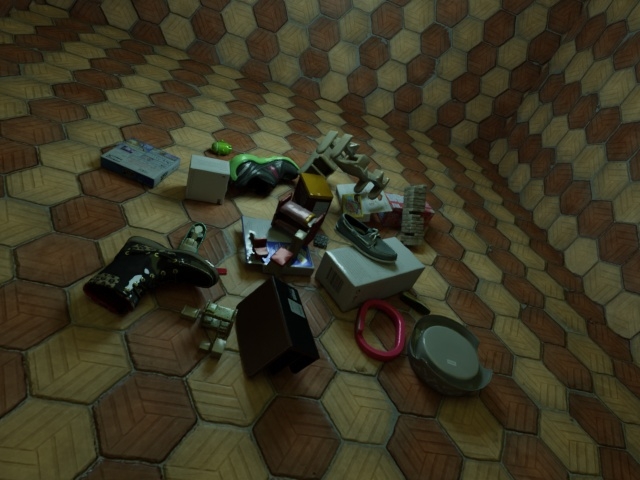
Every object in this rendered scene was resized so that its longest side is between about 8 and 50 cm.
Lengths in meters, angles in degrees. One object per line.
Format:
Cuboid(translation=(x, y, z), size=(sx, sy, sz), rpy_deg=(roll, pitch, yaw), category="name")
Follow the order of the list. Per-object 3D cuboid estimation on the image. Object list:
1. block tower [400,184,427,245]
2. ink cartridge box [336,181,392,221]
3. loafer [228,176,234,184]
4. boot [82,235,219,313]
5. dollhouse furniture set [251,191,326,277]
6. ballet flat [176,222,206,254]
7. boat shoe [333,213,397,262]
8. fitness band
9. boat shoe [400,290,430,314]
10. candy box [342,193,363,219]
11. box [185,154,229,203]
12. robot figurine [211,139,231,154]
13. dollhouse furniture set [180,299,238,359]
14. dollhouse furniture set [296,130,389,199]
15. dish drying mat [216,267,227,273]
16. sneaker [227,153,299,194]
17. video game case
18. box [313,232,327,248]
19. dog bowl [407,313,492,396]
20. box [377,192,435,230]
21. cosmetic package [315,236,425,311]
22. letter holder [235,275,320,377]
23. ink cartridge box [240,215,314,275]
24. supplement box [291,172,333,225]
Cuboid(translation=(0.514, -0.141, 2.225), size=(0.097, 0.335, 0.091), rpy_deg=(4, 2, -26), category="block tower")
Cuboid(translation=(0.243, -0.224, 2.304), size=(0.261, 0.066, 0.296), rpy_deg=(-5, 43, -7), category="ink cartridge box")
Cuboid(translation=(-0.477, -0.306, 2.091), size=(0.125, 0.045, 0.039), rpy_deg=(4, 56, -16), category="loafer")
Cuboid(translation=(-0.578, 0.138, 1.396), size=(0.377, 0.138, 0.284), rpy_deg=(22, 35, 3), category="boot")
Cuboid(translation=(-0.152, -0.036, 1.730), size=(0.201, 0.152, 0.374), rpy_deg=(31, 37, 7), category="dollhouse furniture set")
Cuboid(translation=(-0.525, 0.008, 1.630), size=(0.083, 0.087, 0.247), rpy_deg=(18, 37, -9), category="ballet flat")
Cuboid(translation=(0.209, -0.012, 1.788), size=(0.319, 0.099, 0.116), rpy_deg=(32, 35, 16), category="boat shoe")
Cuboid(translation=(0.246, 0.365, 1.656), size=(0.209, 0.054, 0.291), rpy_deg=(25, 37, -3), category="fitness band")
Cuboid(translation=(0.443, 0.286, 1.857), size=(0.153, 0.056, 0.048), rpy_deg=(29, 41, 19), category="boat shoe")
Cuboid(translation=(0.173, -0.186, 2.193), size=(0.105, 0.027, 0.206), rpy_deg=(-3, 42, 2), category="candy box")
Cuboid(translation=(-0.537, -0.288, 1.910), size=(0.182, 0.181, 0.119), rpy_deg=(8, 39, -21), category="box")
Cuboid(translation=(-0.565, -0.525, 2.285), size=(0.115, 0.067, 0.101), rpy_deg=(4, 53, -25), category="robot figurine")
Cuboid(translation=(-0.392, 0.286, 1.348), size=(0.182, 0.101, 0.161), rpy_deg=(19, 37, -7), category="dollhouse furniture set")
Cuboid(translation=(0.090, -0.374, 2.159), size=(0.362, 0.256, 0.394), rpy_deg=(39, -3, -39), category="dollhouse furniture set")
Cuboid(translation=(-0.418, 0.122, 1.615), size=(0.083, 0.008, 0.032), rpy_deg=(3, 41, -25), category="dish drying mat")
Cuboid(translation=(-0.300, -0.341, 2.156), size=(0.483, 0.185, 0.202), rpy_deg=(-11, 86, -48), category="sneaker")
Cuboid(translation=(-0.862, -0.379, 1.943), size=(0.269, 0.061, 0.244), rpy_deg=(24, 38, -1), category="video game case")
Cuboid(translation=(0.000, 0.000, 1.991), size=(0.067, 0.018, 0.083), rpy_deg=(16, 37, -11), category="box")
Cuboid(translation=(0.510, 0.468, 1.628), size=(0.348, 0.102, 0.349), rpy_deg=(15, 37, -12), category="dog bowl")
Cuboid(translation=(0.497, -0.171, 2.376), size=(0.300, 0.142, 0.154), rpy_deg=(4, 41, -25), category="box")
Cuboid(translation=(0.230, 0.140, 1.825), size=(0.453, 0.161, 0.230), rpy_deg=(-10, 46, -37), category="cosmetic package")
Cuboid(translation=(-0.166, 0.321, 1.417), size=(0.152, 0.214, 0.302), rpy_deg=(37, 21, -43), category="letter holder")
Cuboid(translation=(-0.203, 0.025, 1.811), size=(0.307, 0.072, 0.303), rpy_deg=(6, 42, -21), category="ink cartridge box")
Cuboid(translation=(-0.047, -0.212, 2.079), size=(0.129, 0.194, 0.191), rpy_deg=(3, 41, -25), category="supplement box")
